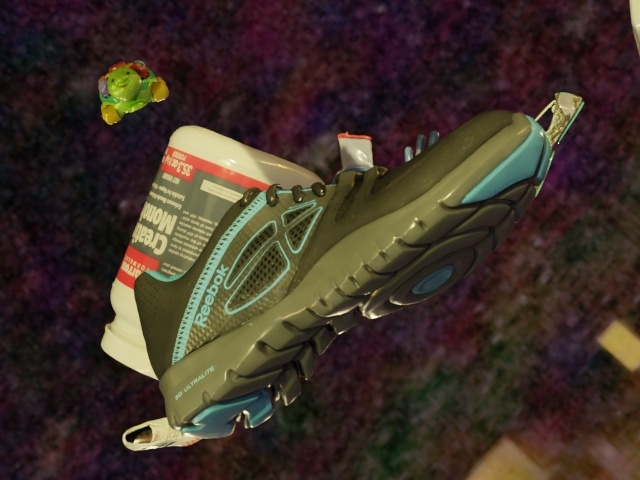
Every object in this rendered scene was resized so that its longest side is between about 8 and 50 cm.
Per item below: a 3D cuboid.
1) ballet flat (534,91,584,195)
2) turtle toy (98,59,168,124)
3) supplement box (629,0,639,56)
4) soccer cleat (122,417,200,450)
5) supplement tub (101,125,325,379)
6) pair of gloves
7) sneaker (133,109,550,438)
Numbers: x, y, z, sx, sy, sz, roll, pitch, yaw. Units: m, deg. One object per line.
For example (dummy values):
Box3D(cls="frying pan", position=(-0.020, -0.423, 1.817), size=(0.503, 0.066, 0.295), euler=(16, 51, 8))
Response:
Box3D(cls="ballet flat", position=(0.231, -0.102, 1.252), size=(0.041, 0.041, 0.114), euler=(-4, 121, -64))
Box3D(cls="turtle toy", position=(-0.254, -0.201, 1.592), size=(0.095, 0.066, 0.130), euler=(-27, -164, -4))
Box3D(cls="supplement box", position=(0.178, -0.169, 0.486), size=(0.114, 0.111, 0.220), euler=(41, 47, -64))
Box3D(cls="soccer cleat", position=(-0.138, 0.173, 1.090), size=(0.083, 0.029, 0.035), euler=(-10, 168, 1))
Box3D(cls="supplement tub", position=(-0.124, 0.023, 1.378), size=(0.272, 0.191, 0.191), euler=(-68, 160, 1))
Box3D(cls="pair of gloves", position=(0.092, -0.058, 1.511), size=(0.023, 0.198, 0.159), euler=(-5, 97, -63))
Box3D(cls="sneaker", position=(0.000, 0.000, 0.847), size=(0.340, 0.140, 0.125), euler=(-36, 155, 17))
